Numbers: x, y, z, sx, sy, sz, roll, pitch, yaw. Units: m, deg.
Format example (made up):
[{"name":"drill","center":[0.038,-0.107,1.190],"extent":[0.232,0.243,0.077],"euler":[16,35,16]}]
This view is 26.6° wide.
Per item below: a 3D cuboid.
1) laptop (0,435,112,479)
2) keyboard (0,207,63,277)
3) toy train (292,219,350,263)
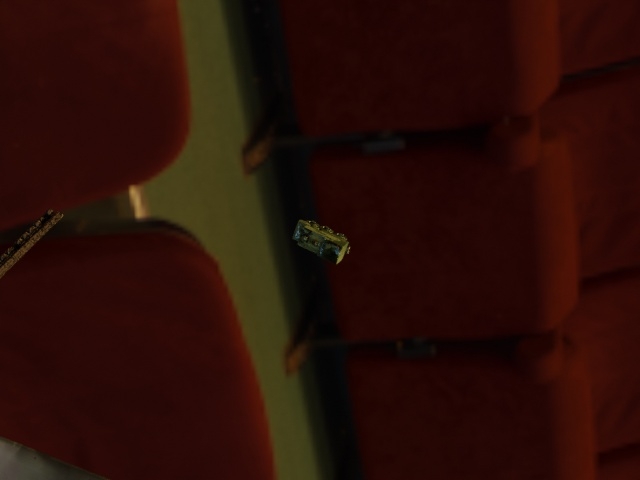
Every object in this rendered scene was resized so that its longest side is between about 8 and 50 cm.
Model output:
[{"name":"laptop","center":[-0.370,0.389,1.840],"extent":[0.015,0.269,0.187],"euler":[7,100,-69]},{"name":"keyboard","center":[-0.526,0.067,2.121],"extent":[0.317,0.027,0.106],"euler":[-47,-172,-20]},{"name":"toy train","center":[0.000,0.000,1.866],"extent":[0.033,0.083,0.053],"euler":[-69,169,19]}]
